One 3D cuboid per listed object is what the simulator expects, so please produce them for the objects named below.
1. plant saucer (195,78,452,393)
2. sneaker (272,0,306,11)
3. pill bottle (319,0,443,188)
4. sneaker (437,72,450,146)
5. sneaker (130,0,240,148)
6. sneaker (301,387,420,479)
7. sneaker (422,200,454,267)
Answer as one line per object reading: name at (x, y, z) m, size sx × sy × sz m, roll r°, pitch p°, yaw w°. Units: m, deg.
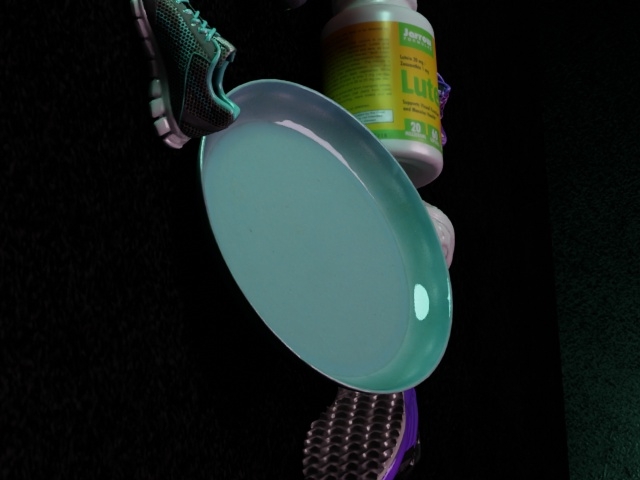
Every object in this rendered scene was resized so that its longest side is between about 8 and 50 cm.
plant saucer at (0.000, 0.000, 1.342) m, size 0.317 × 0.044 × 0.317 m, roll 29°, pitch 44°, yaw -33°
sneaker at (-0.021, -0.372, 1.504) m, size 0.111 × 0.121 × 0.300 m, roll 52°, pitch 33°, yaw -58°
pill bottle at (0.068, -0.190, 1.699) m, size 0.136 × 0.136 × 0.245 m, roll 43°, pitch 42°, yaw -65°
sneaker at (0.162, -0.200, 2.141) m, size 0.068 × 0.071 × 0.170 m, roll -80°, pitch 157°, yaw -46°
sneaker at (-0.107, -0.162, 1.199) m, size 0.065 × 0.076 × 0.166 m, roll -43°, pitch 124°, yaw -71°
sneaker at (0.060, 0.218, 1.544) m, size 0.293 × 0.102 × 0.146 m, roll -71°, pitch 150°, yaw -57°
sneaker at (0.100, -0.006, 1.846) m, size 0.232 × 0.090 × 0.115 m, roll 51°, pitch 41°, yaw -45°
